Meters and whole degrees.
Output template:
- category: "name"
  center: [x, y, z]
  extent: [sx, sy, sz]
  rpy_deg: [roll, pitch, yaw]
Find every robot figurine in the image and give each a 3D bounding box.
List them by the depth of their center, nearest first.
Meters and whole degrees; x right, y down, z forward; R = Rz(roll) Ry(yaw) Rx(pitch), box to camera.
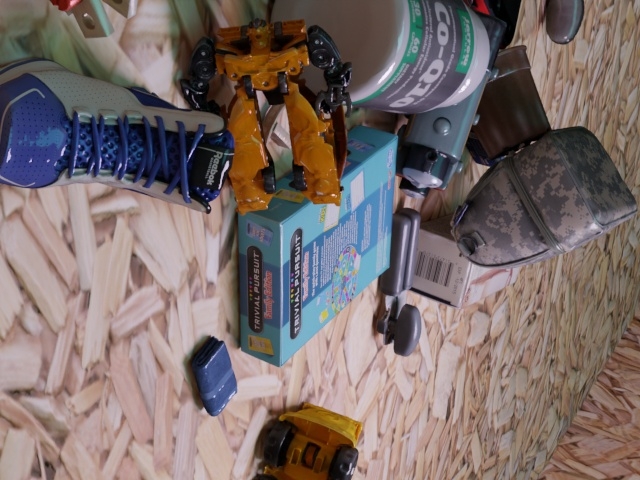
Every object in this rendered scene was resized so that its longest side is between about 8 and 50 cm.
- category: "robot figurine"
  center: [-0.059, -0.161, 1.377]
  extent: [0.085, 0.211, 0.291]
  rpy_deg: [-91, 175, -47]

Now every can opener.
- category: "can opener"
  center: [0.157, 0.077, 2.031]
  extent: [0.074, 0.093, 0.280]
  rpy_deg: [-29, 127, -52]

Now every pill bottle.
- category: "pill bottle"
  center: [0.101, -0.286, 1.551]
  extent: [0.361, 0.204, 0.204]
  rpy_deg: [-7, 113, -61]

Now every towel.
- category: "towel"
  center: [-0.155, 0.199, 1.580]
  extent: [0.067, 0.029, 0.119]
  rpy_deg: [-51, 148, -35]

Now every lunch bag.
- category: "lunch bag"
  center: [0.399, -0.063, 1.988]
  extent: [0.256, 0.212, 0.305]
  rpy_deg: [-35, 172, 29]

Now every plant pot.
- category: "plant pot"
  center: [0.334, -0.246, 1.984]
  extent: [0.167, 0.167, 0.165]
  rpy_deg: [-18, 82, -58]

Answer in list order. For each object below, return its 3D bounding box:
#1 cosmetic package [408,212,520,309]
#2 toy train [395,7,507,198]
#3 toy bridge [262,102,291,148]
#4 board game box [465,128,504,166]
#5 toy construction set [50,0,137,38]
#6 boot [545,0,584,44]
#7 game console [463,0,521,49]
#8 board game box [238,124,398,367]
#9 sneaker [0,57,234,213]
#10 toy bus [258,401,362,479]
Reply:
- category: "cosmetic package"
  center: [0.289, 0.032, 2.174]
  extent: [0.296, 0.153, 0.129]
  rpy_deg: [-15, 121, -57]
- category: "toy train"
  center: [0.209, -0.234, 1.809]
  extent: [0.190, 0.142, 0.334]
  rpy_deg: [102, 9, -86]
- category: "toy bridge"
  center: [-0.062, -0.151, 1.532]
  extent: [0.188, 0.026, 0.063]
  rpy_deg: [-65, 150, -11]
- category: "board game box"
  center: [0.353, -0.272, 2.196]
  extent: [0.194, 0.060, 0.194]
  rpy_deg: [-67, 153, -11]
- category: "toy construction set"
  center: [-0.190, -0.345, 1.050]
  extent: [0.327, 0.151, 0.215]
  rpy_deg: [-61, 154, -43]
- category: "boot"
  center: [0.501, -0.550, 2.293]
  extent: [0.161, 0.083, 0.246]
  rpy_deg: [6, 96, -56]
- category: "game console"
  center: [0.300, -0.551, 1.902]
  extent: [0.386, 0.060, 0.342]
  rpy_deg: [41, 59, -62]
- category: "board game box"
  center: [0.000, 0.000, 1.686]
  extent: [0.336, 0.079, 0.254]
  rpy_deg: [-38, 139, -47]
- category: "sneaker"
  center: [-0.195, -0.106, 1.138]
  extent: [0.315, 0.182, 0.127]
  rpy_deg: [-7, 112, -61]
- category: "toy bus"
  center: [-0.013, 0.392, 1.875]
  extent: [0.211, 0.149, 0.220]
  rpy_deg: [-26, 133, -75]
